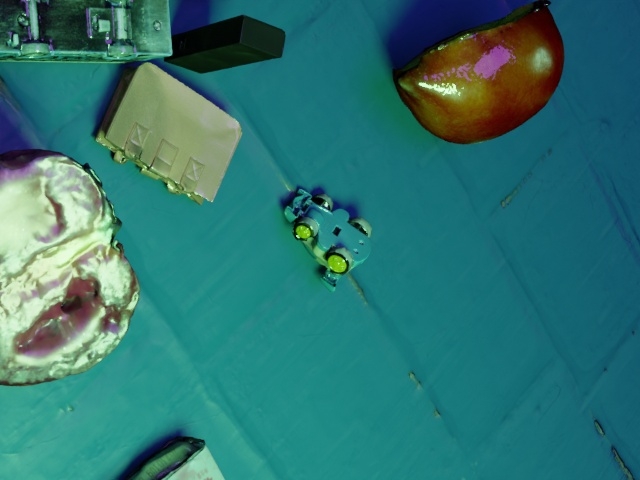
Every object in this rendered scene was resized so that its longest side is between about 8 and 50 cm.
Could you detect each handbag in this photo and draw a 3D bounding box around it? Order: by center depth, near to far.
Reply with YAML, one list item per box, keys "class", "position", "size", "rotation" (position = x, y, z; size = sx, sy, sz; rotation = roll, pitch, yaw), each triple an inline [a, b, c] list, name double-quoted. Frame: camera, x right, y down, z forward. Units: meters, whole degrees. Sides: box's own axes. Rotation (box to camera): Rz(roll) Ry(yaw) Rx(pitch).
- class: "handbag"
  position: [-0.236, -0.164, 2.007]
  size: [0.212, 0.059, 0.157]
  rotation: [32, 69, -32]

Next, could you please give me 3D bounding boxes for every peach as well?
- class: "peach"
  position: [0.287, -0.277, 2.295]
  size: [0.361, 0.257, 0.201]
  rotation: [-29, 100, -39]

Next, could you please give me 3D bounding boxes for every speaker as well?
- class: "speaker"
  position: [-0.150, -0.299, 1.979]
  size: [0.082, 0.218, 0.044]
  rotation: [14, 81, -36]

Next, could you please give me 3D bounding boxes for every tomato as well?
- class: "tomato"
  position: [-0.422, 0.026, 1.780]
  size: [0.289, 0.176, 0.335]
  rotation: [-29, 118, -17]

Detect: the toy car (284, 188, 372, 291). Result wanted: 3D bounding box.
- class: "toy car"
  position: [0.000, 0.000, 2.182]
  size: [0.161, 0.098, 0.126]
  rotation: [34, 36, -3]

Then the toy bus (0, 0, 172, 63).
- class: "toy bus"
  position: [-0.367, -0.309, 1.864]
  size: [0.297, 0.131, 0.106]
  rotation: [-5, 92, -38]

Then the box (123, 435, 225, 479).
- class: "box"
  position: [-0.185, 0.500, 1.988]
  size: [0.190, 0.112, 0.370]
  rotation: [-39, 112, -34]
